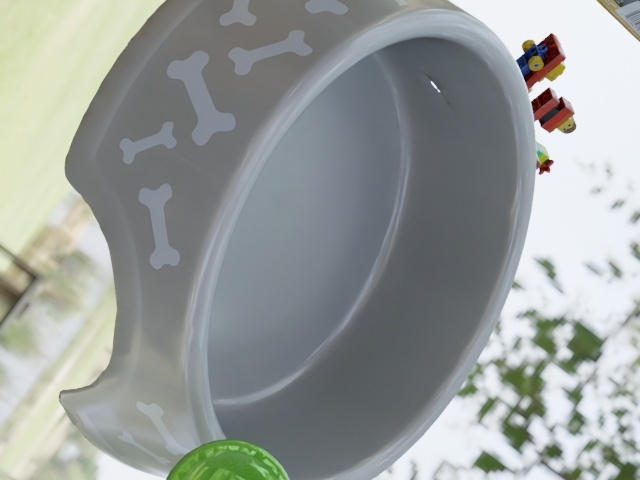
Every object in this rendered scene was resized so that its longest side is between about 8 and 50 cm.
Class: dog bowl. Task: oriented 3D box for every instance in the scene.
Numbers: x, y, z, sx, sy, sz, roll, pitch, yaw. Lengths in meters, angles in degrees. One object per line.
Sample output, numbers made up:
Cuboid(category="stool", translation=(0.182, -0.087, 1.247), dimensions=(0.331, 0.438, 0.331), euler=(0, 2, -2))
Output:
Cuboid(category="dog bowl", translation=(0.000, 0.000, 0.996), dimensions=(0.348, 0.102, 0.349), euler=(-28, 130, -39))

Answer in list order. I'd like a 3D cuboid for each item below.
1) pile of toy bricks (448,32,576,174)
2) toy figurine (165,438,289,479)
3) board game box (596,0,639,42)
Cuboid(category="pile of toy bricks", translation=(0.176, -0.088, 1.608), dimensions=(0.212, 0.105, 0.118), euler=(-40, -138, 27))
Cuboid(category="toy figurine", translation=(-0.022, 0.181, 0.761), dimensions=(0.159, 0.130, 0.173), euler=(171, -76, -69))
Cuboid(category="board game box", translation=(0.128, -0.188, 0.730), dimensions=(0.048, 0.170, 0.141), euler=(-18, -142, 57))
